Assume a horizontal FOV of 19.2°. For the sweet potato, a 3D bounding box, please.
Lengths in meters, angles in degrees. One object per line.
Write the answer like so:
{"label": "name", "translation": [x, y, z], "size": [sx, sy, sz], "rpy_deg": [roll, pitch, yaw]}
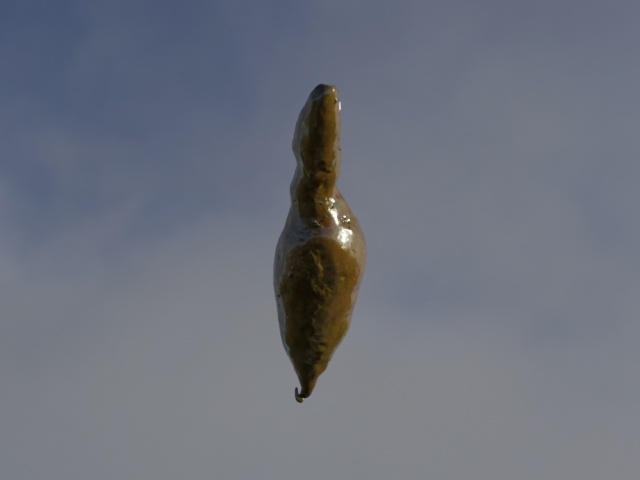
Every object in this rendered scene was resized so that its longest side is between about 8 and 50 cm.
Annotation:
{"label": "sweet potato", "translation": [0.000, -0.003, 1.492], "size": [0.075, 0.075, 0.269], "rpy_deg": [0, -65, -6]}
